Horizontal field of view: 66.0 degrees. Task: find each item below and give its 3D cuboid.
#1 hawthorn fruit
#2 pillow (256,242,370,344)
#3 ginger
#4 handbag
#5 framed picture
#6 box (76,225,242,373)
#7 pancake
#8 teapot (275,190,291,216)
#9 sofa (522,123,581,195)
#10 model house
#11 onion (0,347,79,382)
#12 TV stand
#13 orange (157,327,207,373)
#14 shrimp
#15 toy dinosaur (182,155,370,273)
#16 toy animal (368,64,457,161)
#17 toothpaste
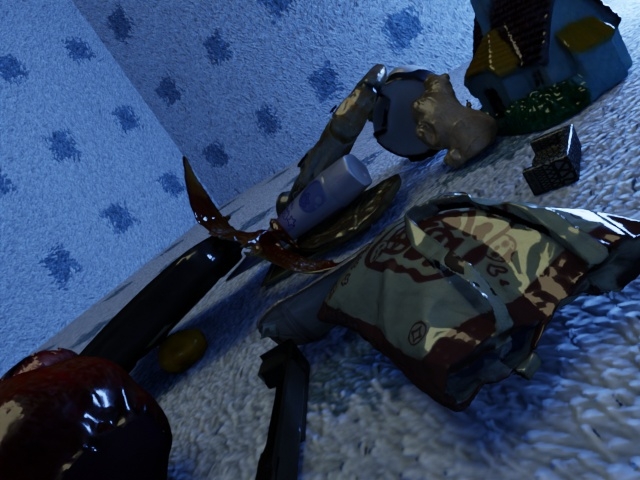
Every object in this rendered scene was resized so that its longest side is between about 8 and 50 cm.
[{"bbox_3d":[-0.269,0.231,0.474,0.250,0.215,0.215,-34,13,17],"label":"hawthorn fruit"},{"bbox_3d":[0.034,0.054,0.581,0.233,0.130,0.038,-35,57,3],"label":"pillow"},{"bbox_3d":[0.238,-0.235,0.942,0.138,0.213,0.074,-27,-21,-13],"label":"ginger"},{"bbox_3d":[0.116,0.026,0.426,0.213,0.127,0.235,-35,16,-13],"label":"handbag"},{"bbox_3d":[0.000,0.000,1.013,0.252,0.014,0.197,-30,14,13],"label":"framed picture"},{"bbox_3d":[-0.293,0.122,0.917,0.359,0.091,0.350,-45,5,6],"label":"box"},{"bbox_3d":[0.055,-0.053,0.963,0.250,0.031,0.250,-34,12,8],"label":"pancake"},{"bbox_3d":[-0.061,-0.074,1.308,0.091,0.124,0.092,-4,-13,34],"label":"teapot"},{"bbox_3d":[0.302,-0.107,0.641,0.060,0.039,0.118,-23,17,38],"label":"sofa"},{"bbox_3d":[0.371,-0.358,0.906,0.230,0.248,0.280,-35,14,-4],"label":"model house"},{"bbox_3d":[-0.517,0.296,0.928,0.147,0.183,0.184,30,55,27],"label":"onion"},{"bbox_3d":[-0.045,0.176,0.455,0.049,0.040,0.256,-31,14,10],"label":"TV stand"},{"bbox_3d":[-0.234,0.182,0.824,0.086,0.062,0.086,-32,16,11],"label":"orange"},{"bbox_3d":[0.033,-0.202,1.027,0.360,0.085,0.247,-57,2,21],"label":"shrimp"},{"bbox_3d":[-0.082,-0.025,0.820,0.207,0.112,0.327,3,22,-45],"label":"toy dinosaur"},{"bbox_3d":[0.208,-0.298,1.148,0.213,0.212,0.266,-31,15,12],"label":"toy animal"},{"bbox_3d":[-0.055,-0.031,0.984,0.371,0.080,0.125,-38,11,33],"label":"toothpaste"}]
